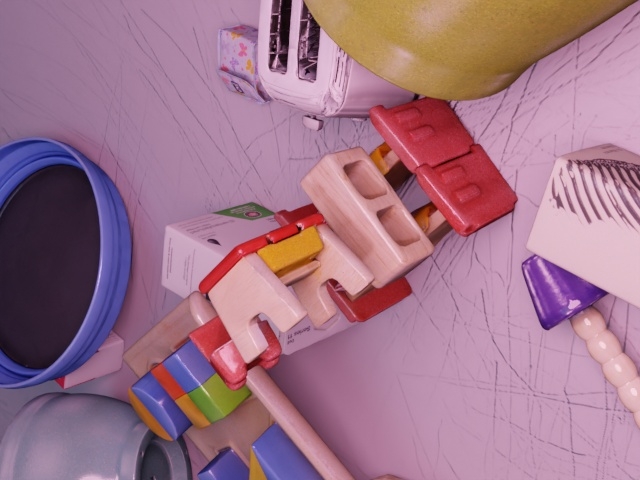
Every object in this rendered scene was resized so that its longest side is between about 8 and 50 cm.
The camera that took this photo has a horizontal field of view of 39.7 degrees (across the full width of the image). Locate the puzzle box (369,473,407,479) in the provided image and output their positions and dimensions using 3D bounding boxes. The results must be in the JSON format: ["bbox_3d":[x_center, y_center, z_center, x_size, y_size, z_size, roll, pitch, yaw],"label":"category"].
[{"bbox_3d":[0.206,0.440,0.940,0.409,0.052,0.272,9,96,39],"label":"puzzle box"}]

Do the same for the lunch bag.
[{"bbox_3d":[-0.089,-0.212,1.075,0.071,0.053,0.083,30,131,35],"label":"lunch bag"}]

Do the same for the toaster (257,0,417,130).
[{"bbox_3d":[0.025,-0.226,0.895,0.129,0.146,0.227,24,118,36],"label":"toaster"}]

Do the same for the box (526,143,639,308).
[{"bbox_3d":[0.317,0.018,0.719,0.275,0.113,0.094,30,120,32],"label":"box"}]

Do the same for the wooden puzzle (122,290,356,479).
[{"bbox_3d":[-0.120,0.243,1.110,0.322,0.080,0.348,50,150,-2],"label":"wooden puzzle"}]

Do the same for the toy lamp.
[{"bbox_3d":[0.279,0.124,0.811,0.274,0.080,0.080,57,133,12],"label":"toy lamp"}]

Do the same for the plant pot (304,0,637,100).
[{"bbox_3d":[0.147,-0.299,0.652,0.366,0.366,0.353,58,145,14],"label":"plant pot"}]

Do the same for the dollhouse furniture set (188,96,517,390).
[{"bbox_3d":[0.000,0.000,0.833,0.152,0.374,0.201,55,131,11],"label":"dollhouse furniture set"}]

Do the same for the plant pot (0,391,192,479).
[{"bbox_3d":[-0.317,0.366,1.336,0.196,0.293,0.293,-10,96,17],"label":"plant pot"}]

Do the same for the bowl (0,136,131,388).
[{"bbox_3d":[-0.450,0.035,1.384,0.391,0.077,0.391,-7,78,32],"label":"bowl"}]

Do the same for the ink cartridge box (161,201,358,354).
[{"bbox_3d":[-0.065,0.039,1.059,0.208,0.153,0.086,26,119,35],"label":"ink cartridge box"}]

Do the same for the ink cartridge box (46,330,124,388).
[{"bbox_3d":[-0.412,0.165,1.454,0.150,0.109,0.063,33,123,33],"label":"ink cartridge box"}]
